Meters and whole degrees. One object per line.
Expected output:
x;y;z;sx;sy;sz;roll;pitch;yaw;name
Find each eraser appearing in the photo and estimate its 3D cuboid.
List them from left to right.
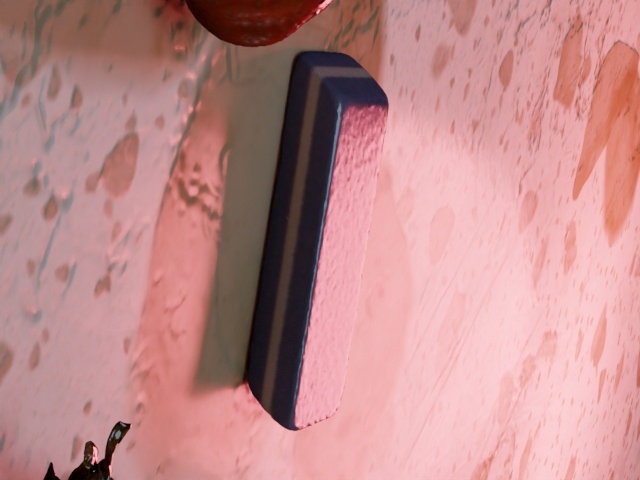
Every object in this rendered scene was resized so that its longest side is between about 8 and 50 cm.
0.000;0.000;0.934;0.082;0.036;0.225;-14;115;-66;eraser

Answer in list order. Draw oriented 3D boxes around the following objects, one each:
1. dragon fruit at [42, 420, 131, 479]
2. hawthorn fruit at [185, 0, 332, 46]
-0.080;0.181;0.738;0.125;0.125;0.246;-54;142;-39;dragon fruit
-0.025;-0.136;0.727;0.093;0.093;0.093;13;90;-68;hawthorn fruit
